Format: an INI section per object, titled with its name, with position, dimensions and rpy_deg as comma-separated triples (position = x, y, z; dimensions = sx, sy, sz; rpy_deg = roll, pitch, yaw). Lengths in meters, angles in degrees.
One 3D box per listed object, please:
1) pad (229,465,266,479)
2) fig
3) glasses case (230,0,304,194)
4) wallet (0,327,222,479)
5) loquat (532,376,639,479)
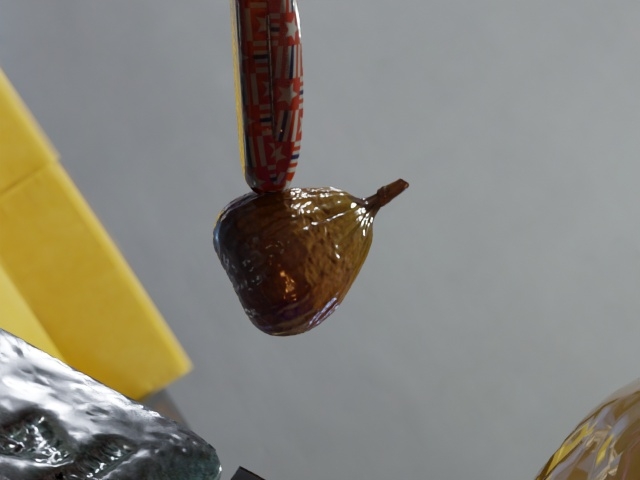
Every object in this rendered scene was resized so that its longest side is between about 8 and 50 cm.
[pad]
position = -0.028, 0.291, 1.491
dimensions = 0.170, 0.006, 0.245
rpy_deg = 29, -32, -1
[fig]
position = -0.012, 0.005, 1.248
dimensions = 0.119, 0.153, 0.119
rpy_deg = 37, -38, 37
[glasses case]
position = -0.038, -0.132, 1.186
dimensions = 0.073, 0.049, 0.194
rpy_deg = -110, -163, -65
[wallet]
position = -0.184, 0.026, 0.461
dimensions = 0.318, 0.045, 0.172
rpy_deg = 27, 23, 12
[loquat]
position = 0.147, 0.136, 0.457
dimensions = 0.238, 0.193, 0.238
rpy_deg = 35, -15, 11
